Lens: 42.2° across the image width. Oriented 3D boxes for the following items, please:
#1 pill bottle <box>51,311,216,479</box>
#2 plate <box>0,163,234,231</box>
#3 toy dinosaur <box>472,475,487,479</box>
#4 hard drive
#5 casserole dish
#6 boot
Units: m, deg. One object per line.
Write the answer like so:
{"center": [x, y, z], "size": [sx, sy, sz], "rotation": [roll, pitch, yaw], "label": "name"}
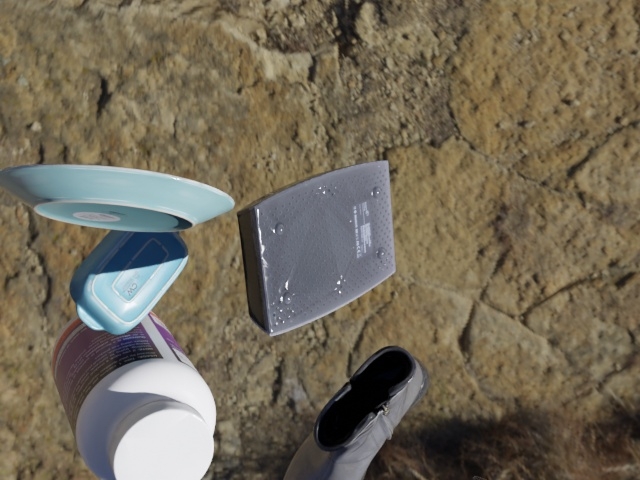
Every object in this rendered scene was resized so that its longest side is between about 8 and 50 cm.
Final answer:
{"center": [-0.255, 0.215, 1.134], "size": [0.182, 0.323, 0.181], "rotation": [-8, 110, -23], "label": "pill bottle"}
{"center": [-0.164, -0.028, 0.665], "size": [0.188, 0.188, 0.024], "rotation": [5, 81, -13], "label": "plate"}
{"center": [0.126, 0.408, 1.051], "size": [0.296, 0.127, 0.200], "rotation": [-16, 91, 11], "label": "toy dinosaur"}
{"center": [0.000, 0.000, 1.018], "size": [0.255, 0.054, 0.171], "rotation": [-23, 113, -47], "label": "hard drive"}
{"center": [-0.248, 0.040, 1.108], "size": [0.114, 0.037, 0.188], "rotation": [50, 61, -25], "label": "casserole dish"}
{"center": [0.025, 0.291, 1.217], "size": [0.118, 0.223, 0.338], "rotation": [34, 90, 18], "label": "boot"}
